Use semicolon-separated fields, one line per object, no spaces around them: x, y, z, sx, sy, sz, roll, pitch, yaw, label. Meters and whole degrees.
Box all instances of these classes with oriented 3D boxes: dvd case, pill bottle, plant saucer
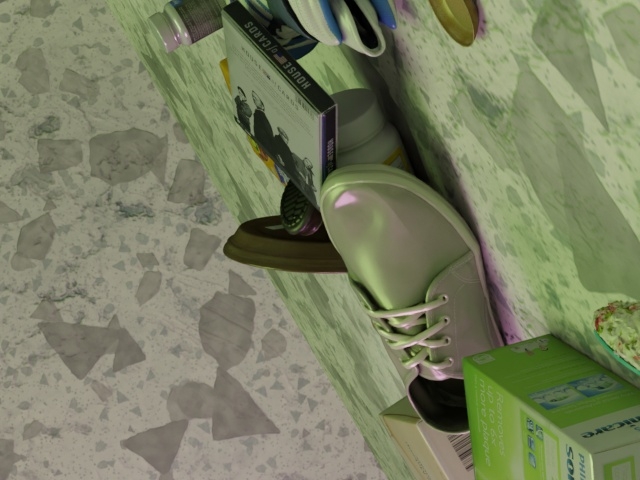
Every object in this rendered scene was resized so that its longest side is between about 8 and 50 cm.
-0.046;-0.150;1.441;0.179;0.029;0.239;48;163;19;dvd case
0.059;-0.080;1.559;0.119;0.119;0.208;43;161;58;pill bottle
-0.205;-0.363;1.990;0.078;0.137;0.078;57;169;16;pill bottle
0.000;0.000;1.748;0.278;0.277;0.041;-147;56;-69;plant saucer
0.123;-0.219;1.136;0.083;0.015;0.083;57;170;15;plant saucer

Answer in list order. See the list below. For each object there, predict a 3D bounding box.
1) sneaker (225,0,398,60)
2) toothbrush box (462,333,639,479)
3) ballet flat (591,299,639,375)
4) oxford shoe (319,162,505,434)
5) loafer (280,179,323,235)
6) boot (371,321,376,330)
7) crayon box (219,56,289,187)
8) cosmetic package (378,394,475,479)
-0.007;-0.251;1.353;0.236;0.130;0.323;59;166;30;sneaker
0.271;0.247;1.312;0.283;0.122;0.206;-145;44;-65;toothbrush box
0.316;0.101;0.983;0.241;0.091;0.077;44;132;43;ballet flat
0.126;0.085;1.517;0.449;0.169;0.130;61;-146;-38;oxford shoe
0.015;-0.088;1.660;0.078;0.220;0.080;39;143;-24;loafer
0.109;0.071;1.901;0.152;0.073;0.197;61;158;-14;boot
-0.054;-0.176;1.950;0.323;0.083;0.203;51;167;44;crayon box
0.208;0.335;2.057;0.160;0.113;0.309;59;169;1;cosmetic package
